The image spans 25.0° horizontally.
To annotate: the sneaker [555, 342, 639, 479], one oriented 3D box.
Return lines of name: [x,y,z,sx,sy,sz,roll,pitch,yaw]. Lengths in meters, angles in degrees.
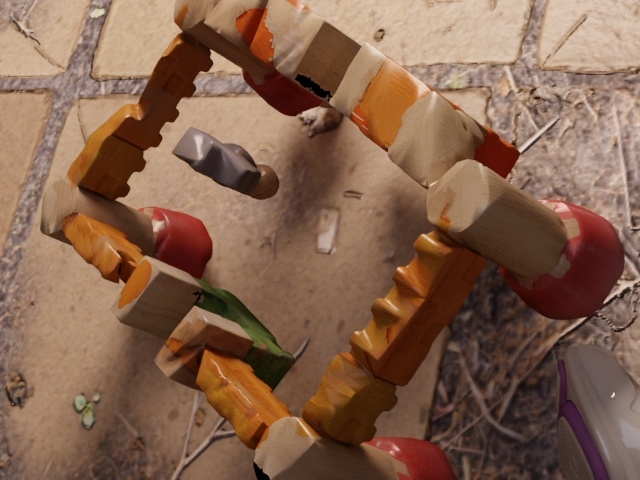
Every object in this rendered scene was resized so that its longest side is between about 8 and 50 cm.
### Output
sneaker: [0.272,0.187,1.013,0.152,0.114,0.305,-21,52,-11]

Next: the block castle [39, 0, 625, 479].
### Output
block castle: [0.000,0.000,1.165,0.303,0.213,0.453,-56,45,7]
